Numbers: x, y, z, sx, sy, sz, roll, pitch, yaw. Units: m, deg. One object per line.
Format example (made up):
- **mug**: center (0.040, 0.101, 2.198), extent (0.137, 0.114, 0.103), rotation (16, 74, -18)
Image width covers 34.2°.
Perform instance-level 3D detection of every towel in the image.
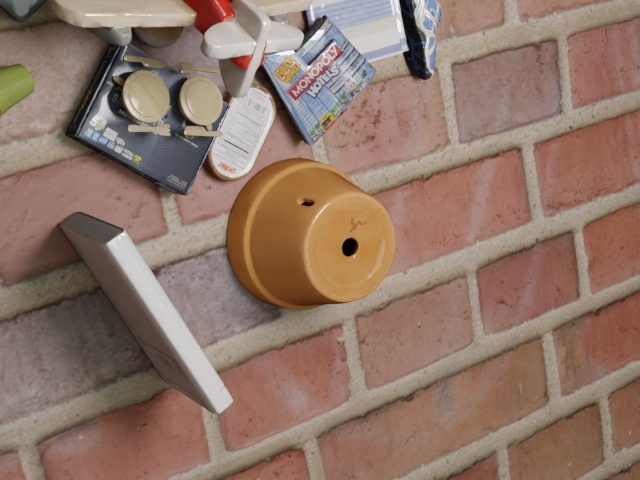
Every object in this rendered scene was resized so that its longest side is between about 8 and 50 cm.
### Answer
- **towel**: center (0.055, -0.472, 1.986), extent (0.209, 0.034, 0.285), rotation (-21, 107, -26)

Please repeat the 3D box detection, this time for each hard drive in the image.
- **hard drive**: center (-0.292, 0.118, 1.738), extent (0.047, 0.233, 0.353), rotation (-39, 116, -20)

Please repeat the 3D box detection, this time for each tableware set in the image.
- **tableware set**: center (-0.253, -0.236, 1.752), extent (0.194, 0.039, 0.128), rotation (-1, 86, -40)

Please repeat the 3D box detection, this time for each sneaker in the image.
- **sneaker**: center (0.207, -0.425, 2.062), extent (0.081, 0.080, 0.211), rotation (-16, 107, -27)

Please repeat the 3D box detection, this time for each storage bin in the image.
- **storage bin**: center (-0.479, -0.407, 1.622), extent (0.091, 0.098, 0.135), rotation (-50, 120, -4)

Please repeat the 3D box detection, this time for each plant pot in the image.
- **plant pot**: center (0.000, 0.000, 1.926), extent (0.291, 0.203, 0.291), rotation (-6, 102, -31)
- **plant pot**: center (-0.499, -0.242, 1.646), extent (0.079, 0.083, 0.083), rotation (-34, 115, -37)

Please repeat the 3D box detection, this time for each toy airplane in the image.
- **toy airplane**: center (-0.209, -0.389, 1.689), extent (0.386, 0.272, 0.384), rotation (30, 49, -19)

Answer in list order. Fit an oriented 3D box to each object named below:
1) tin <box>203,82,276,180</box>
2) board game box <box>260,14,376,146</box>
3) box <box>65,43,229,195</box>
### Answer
- **tin**: center (-0.149, -0.198, 1.898), extent (0.106, 0.040, 0.190), rotation (26, 83, -29)
- **board game box**: center (-0.021, -0.311, 1.924), extent (0.194, 0.060, 0.194), rotation (-46, 116, 1)
- **box**: center (-0.293, -0.208, 1.788), extent (0.232, 0.059, 0.183), rotation (30, 80, -33)
